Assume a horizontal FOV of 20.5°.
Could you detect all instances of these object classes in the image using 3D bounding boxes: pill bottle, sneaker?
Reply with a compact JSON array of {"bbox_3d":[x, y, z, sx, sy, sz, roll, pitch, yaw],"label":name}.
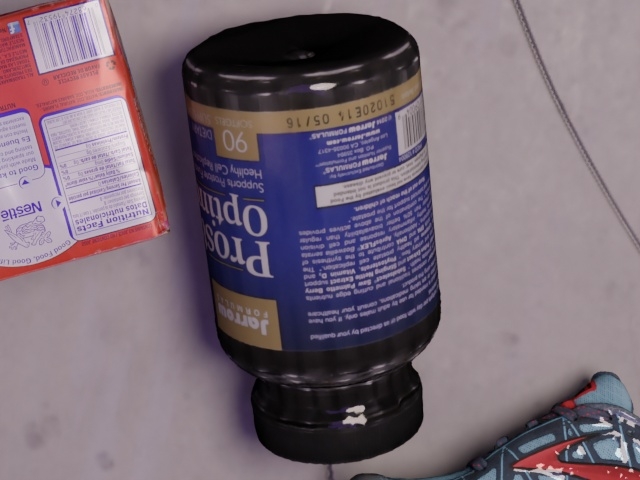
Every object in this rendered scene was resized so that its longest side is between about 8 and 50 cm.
[{"bbox_3d":[0.000,0.000,0.931,0.123,0.123,0.219,-9,111,-6],"label":"pill bottle"},{"bbox_3d":[0.137,0.136,1.005,0.262,0.104,0.125,6,79,-13],"label":"sneaker"}]

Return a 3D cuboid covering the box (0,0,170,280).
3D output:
[{"bbox_3d":[-0.216,-0.036,0.905,0.257,0.122,0.128,-16,99,-5],"label":"box"}]
